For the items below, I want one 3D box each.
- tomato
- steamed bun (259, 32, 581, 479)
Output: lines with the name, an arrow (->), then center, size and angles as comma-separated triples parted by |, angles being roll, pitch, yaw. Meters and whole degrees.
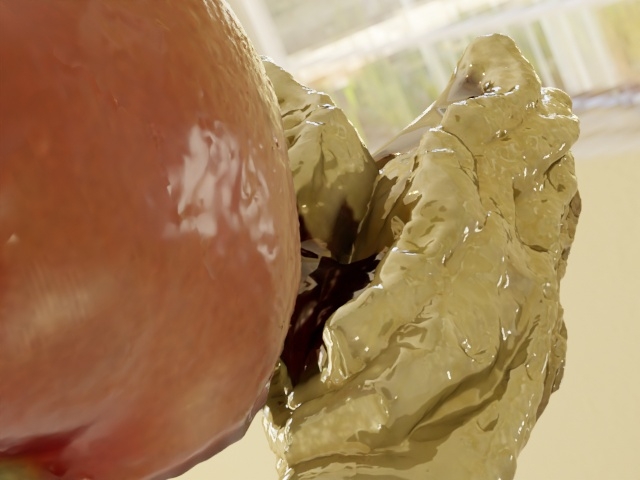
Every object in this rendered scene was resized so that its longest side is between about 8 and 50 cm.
tomato -> -0.175, -0.028, 0.611 | 0.335, 0.176, 0.289 | -26, 50, -24
steamed bun -> 0.000, 0.000, 1.047 | 0.247, 0.189, 0.428 | -23, 21, 26
